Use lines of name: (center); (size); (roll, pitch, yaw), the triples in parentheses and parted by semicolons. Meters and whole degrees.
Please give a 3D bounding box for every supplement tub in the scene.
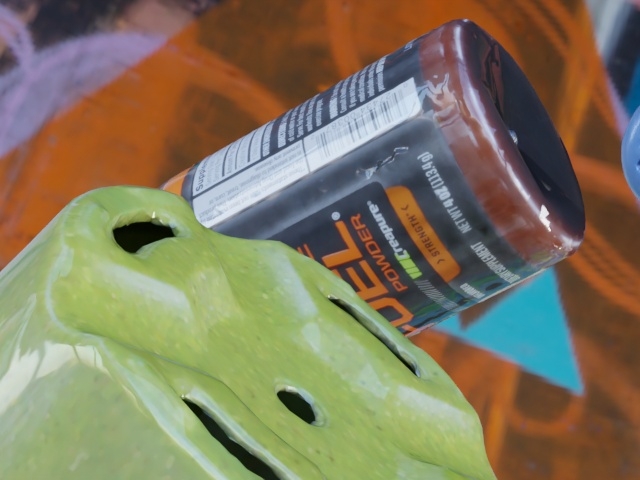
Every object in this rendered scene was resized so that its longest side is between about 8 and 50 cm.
supplement tub: (0.000, 0.000, 0.669); (0.198, 0.106, 0.106); (-28, -51, 21)

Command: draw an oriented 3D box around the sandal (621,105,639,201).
sandal: (0.288, -0.027, 0.838); (0.317, 0.126, 0.138); (16, 6, 39)

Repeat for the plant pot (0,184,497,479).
plant pot: (-0.075, 0.132, 0.519); (0.276, 0.276, 0.254); (32, -70, -20)
